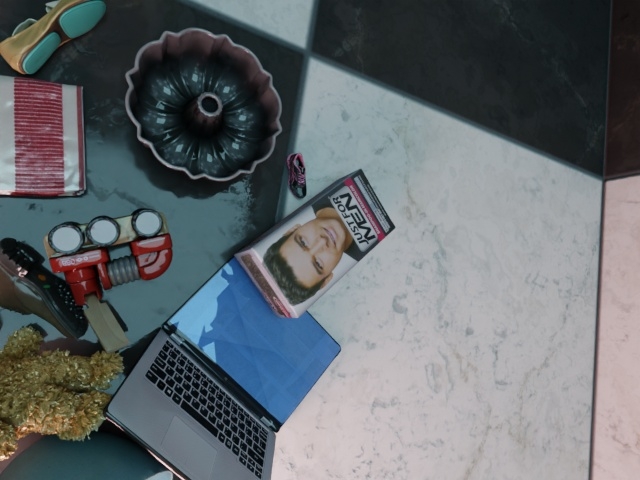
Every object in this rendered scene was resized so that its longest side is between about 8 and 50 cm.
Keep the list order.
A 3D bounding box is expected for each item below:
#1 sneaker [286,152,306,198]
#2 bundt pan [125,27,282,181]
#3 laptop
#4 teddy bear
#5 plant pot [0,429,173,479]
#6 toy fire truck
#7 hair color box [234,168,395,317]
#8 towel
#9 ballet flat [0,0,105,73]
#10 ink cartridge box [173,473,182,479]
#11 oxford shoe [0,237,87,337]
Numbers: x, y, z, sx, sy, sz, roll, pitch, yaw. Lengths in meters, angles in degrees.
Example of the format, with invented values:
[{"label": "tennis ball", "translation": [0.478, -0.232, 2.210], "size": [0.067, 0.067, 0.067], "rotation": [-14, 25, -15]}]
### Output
[{"label": "sneaker", "translation": [-0.055, -0.167, 1.048], "size": [0.047, 0.057, 0.120], "rotation": [-12, 93, -28]}, {"label": "bundt pan", "translation": [-0.260, -0.283, 0.921], "size": [0.330, 0.124, 0.331], "rotation": [2, 85, -27]}, {"label": "laptop", "translation": [-0.150, 0.283, 0.876], "size": [0.236, 0.408, 0.382], "rotation": [-39, 105, 12]}, {"label": "teddy bear", "translation": [-0.518, 0.252, 0.696], "size": [0.337, 0.113, 0.245], "rotation": [13, 43, 1]}, {"label": "plant pot", "translation": [-0.440, 0.451, 0.718], "size": [0.195, 0.290, 0.290], "rotation": [38, 67, 20]}, {"label": "toy fire truck", "translation": [-0.398, 0.071, 0.820], "size": [0.216, 0.158, 0.247], "rotation": [-14, 101, -27]}, {"label": "hair color box", "translation": [0.000, 0.000, 1.006], "size": [0.374, 0.113, 0.185], "rotation": [-39, 103, -30]}, {"label": "towel", "translation": [-0.637, -0.203, 0.782], "size": [0.328, 0.037, 0.237], "rotation": [-2, 85, -28]}, {"label": "ballet flat", "translation": [-0.540, -0.433, 0.825], "size": [0.073, 0.080, 0.232], "rotation": [37, 69, -3]}, {"label": "ink cartridge box", "translation": [-0.302, 0.554, 0.828], "size": [0.056, 0.135, 0.099], "rotation": [47, 69, -19]}, {"label": "oxford shoe", "translation": [-0.547, 0.109, 0.788], "size": [0.096, 0.083, 0.227], "rotation": [-36, 105, 1]}]
